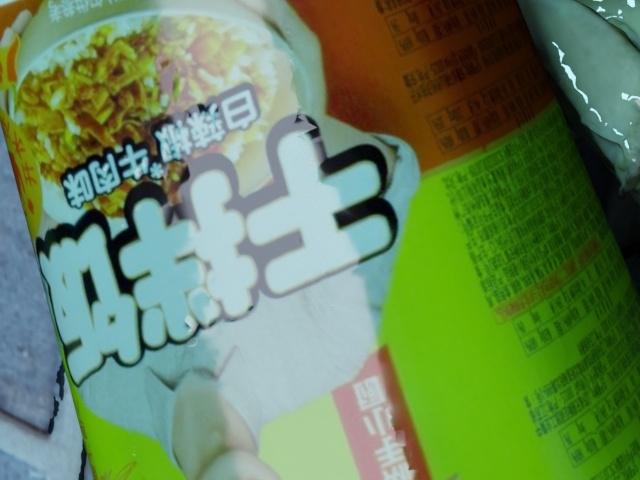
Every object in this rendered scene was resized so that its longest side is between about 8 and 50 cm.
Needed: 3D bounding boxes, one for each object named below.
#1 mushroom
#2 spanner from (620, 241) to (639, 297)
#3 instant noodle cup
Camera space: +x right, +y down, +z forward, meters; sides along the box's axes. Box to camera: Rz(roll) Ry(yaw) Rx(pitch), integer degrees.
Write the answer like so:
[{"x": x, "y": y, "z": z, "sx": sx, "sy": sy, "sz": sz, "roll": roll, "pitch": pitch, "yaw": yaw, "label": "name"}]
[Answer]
[{"x": 0.174, "y": -0.102, "z": 0.963, "sx": 0.151, "sy": 0.156, "sz": 0.285, "roll": -40, "pitch": 74, "yaw": 5, "label": "mushroom"}, {"x": 0.249, "y": -0.002, "z": 1.016, "sx": 0.325, "sy": 0.040, "sz": 0.095, "roll": -23, "pitch": 96, "yaw": 37, "label": "spanner"}, {"x": 0.000, "y": 0.000, "z": 0.862, "sx": 0.294, "sy": 0.294, "sz": 0.308, "roll": -13, "pitch": 100, "yaw": 37, "label": "instant noodle cup"}]
